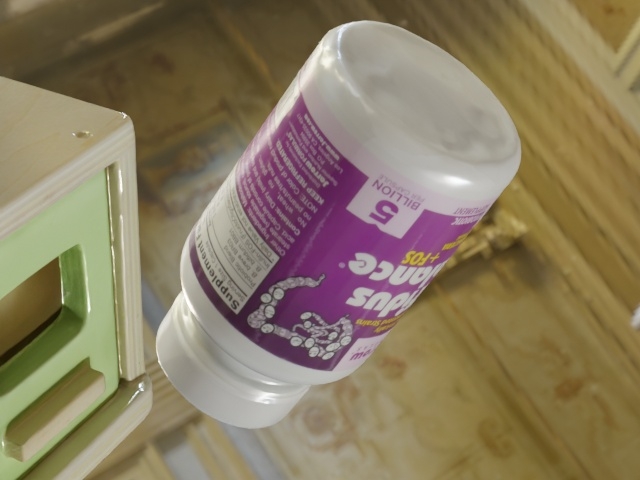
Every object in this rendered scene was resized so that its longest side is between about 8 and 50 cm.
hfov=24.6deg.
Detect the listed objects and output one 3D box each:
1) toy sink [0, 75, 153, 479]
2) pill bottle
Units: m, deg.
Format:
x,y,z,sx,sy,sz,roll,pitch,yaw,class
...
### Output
x,y,z,sx,sy,sz,roll,pitch,yaw,class
-0.173,0.058,0.711,0.131,0.153,0.234,18,-55,23,toy sink
0.000,0.000,1.091,0.169,0.169,0.301,50,-55,21,pill bottle
